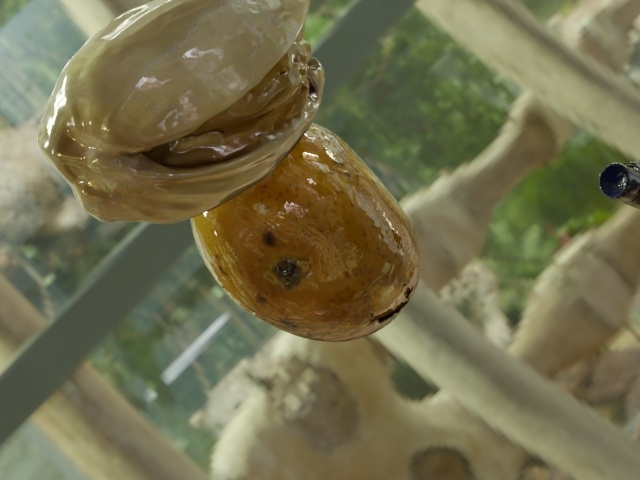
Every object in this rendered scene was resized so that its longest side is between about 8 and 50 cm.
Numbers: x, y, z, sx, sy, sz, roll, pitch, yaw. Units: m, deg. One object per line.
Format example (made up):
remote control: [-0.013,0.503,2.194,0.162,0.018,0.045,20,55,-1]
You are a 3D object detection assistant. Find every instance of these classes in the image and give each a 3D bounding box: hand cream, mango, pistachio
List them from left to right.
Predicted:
pistachio: [-0.090,-0.104,1.185,0.229,0.157,0.157,-35,1,-28]
mango: [0.000,0.000,1.464,0.160,0.191,0.290,-47,-19,8]
hand cream: [0.321,-0.047,1.592,0.039,0.062,0.163,-26,-21,34]
